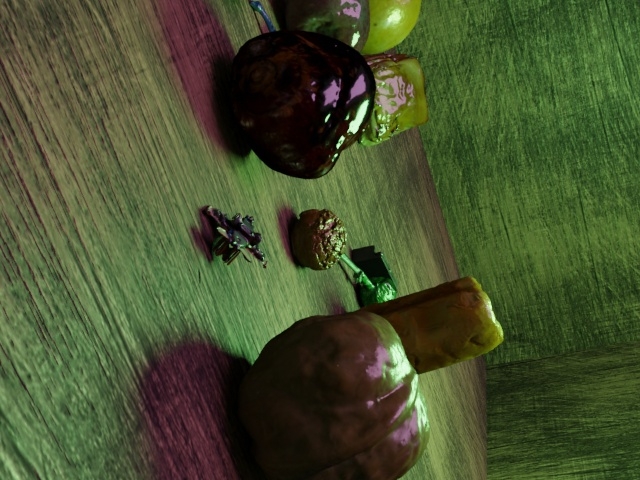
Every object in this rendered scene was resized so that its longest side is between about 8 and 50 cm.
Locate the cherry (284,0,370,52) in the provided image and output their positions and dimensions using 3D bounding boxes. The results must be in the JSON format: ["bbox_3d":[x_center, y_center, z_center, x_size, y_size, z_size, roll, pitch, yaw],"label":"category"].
[{"bbox_3d":[0.018,-0.550,1.925,0.239,0.206,0.239,-16,90,-76],"label":"cherry"}]

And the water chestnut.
[{"bbox_3d":[-0.039,-0.251,1.456,0.289,0.289,0.244,-84,-172,-48],"label":"water chestnut"}]

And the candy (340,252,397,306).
[{"bbox_3d":[0.091,0.082,1.936,0.323,0.097,0.097,46,34,-45],"label":"candy"}]

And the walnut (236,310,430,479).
[{"bbox_3d":[0.020,0.254,1.210,0.253,0.277,0.281,16,51,-77],"label":"walnut"}]

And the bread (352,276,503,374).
[{"bbox_3d":[0.242,0.218,1.834,0.148,0.344,0.195,-93,161,-60],"label":"bread"}]

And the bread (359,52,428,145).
[{"bbox_3d":[0.220,-0.459,2.461,0.325,0.167,0.277,-27,104,-53],"label":"bread"}]

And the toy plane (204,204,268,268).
[{"bbox_3d":[-0.128,-0.017,1.287,0.135,0.062,0.188,46,20,-8],"label":"toy plane"}]

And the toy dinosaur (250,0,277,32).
[{"bbox_3d":[-0.044,-0.408,1.782,0.329,0.076,0.144,21,75,-37],"label":"toy dinosaur"}]

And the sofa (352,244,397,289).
[{"bbox_3d":[0.145,0.072,2.070,0.147,0.085,0.060,59,27,-44],"label":"sofa"}]

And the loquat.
[{"bbox_3d":[0.106,-0.650,2.157,0.359,0.328,0.328,-56,156,-1],"label":"loquat"}]

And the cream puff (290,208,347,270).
[{"bbox_3d":[0.002,-0.003,1.628,0.144,0.103,0.126,-54,130,-61],"label":"cream puff"}]
